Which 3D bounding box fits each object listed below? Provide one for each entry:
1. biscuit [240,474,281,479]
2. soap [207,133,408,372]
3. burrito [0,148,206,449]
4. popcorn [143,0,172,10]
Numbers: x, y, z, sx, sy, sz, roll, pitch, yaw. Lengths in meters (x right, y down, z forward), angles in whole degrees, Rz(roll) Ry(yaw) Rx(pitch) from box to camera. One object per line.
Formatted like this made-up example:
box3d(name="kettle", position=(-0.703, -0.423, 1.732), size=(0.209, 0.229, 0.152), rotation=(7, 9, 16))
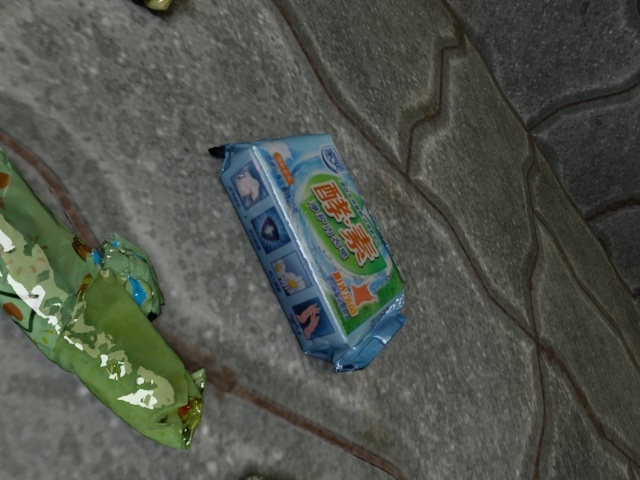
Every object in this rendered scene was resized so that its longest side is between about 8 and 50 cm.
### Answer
box3d(name="biscuit", position=(-0.028, 0.325, 0.320), size=(0.150, 0.052, 0.252), rotation=(35, 49, -35))
box3d(name="soap", position=(0.000, 0.000, 0.507), size=(0.156, 0.077, 0.293), rotation=(-27, 91, -50))
box3d(name="burrito", position=(-0.175, 0.032, 0.324), size=(0.288, 0.054, 0.104), rotation=(53, 39, -10))
box3d(name="popcorn", position=(-0.183, -0.324, 0.466), size=(0.116, 0.106, 0.120), rotation=(36, 46, -16))
